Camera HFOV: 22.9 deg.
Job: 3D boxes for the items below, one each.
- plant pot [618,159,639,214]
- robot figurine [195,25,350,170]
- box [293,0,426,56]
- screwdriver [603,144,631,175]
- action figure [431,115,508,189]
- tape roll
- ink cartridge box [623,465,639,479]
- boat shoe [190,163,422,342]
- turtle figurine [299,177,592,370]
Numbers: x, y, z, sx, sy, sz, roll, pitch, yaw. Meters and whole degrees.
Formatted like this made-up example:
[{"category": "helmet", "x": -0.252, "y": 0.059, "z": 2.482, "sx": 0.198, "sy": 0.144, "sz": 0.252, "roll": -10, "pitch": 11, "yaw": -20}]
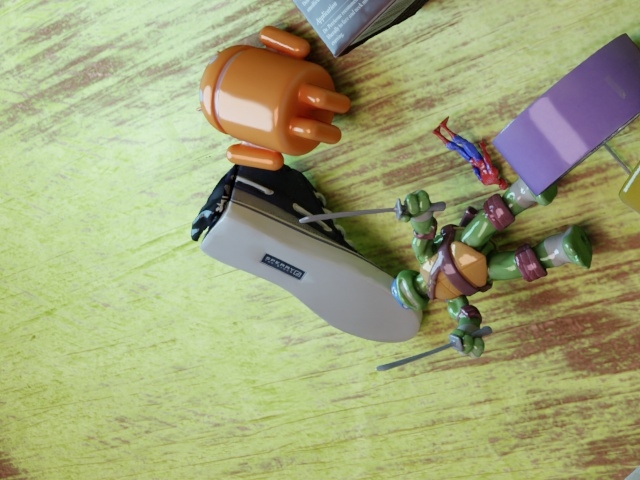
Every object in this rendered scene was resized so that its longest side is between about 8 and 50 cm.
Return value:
[{"category": "plant pot", "x": 0.458, "y": -0.099, "z": 1.563, "sx": 0.212, "sy": 0.212, "sz": 0.187, "roll": 35, "pitch": 138, "yaw": 22}, {"category": "robot figurine", "x": -0.070, "y": -0.184, "z": 2.079, "sx": 0.219, "sy": 0.128, "sz": 0.158, "roll": 20, "pitch": 135, "yaw": 34}, {"category": "box", "x": 0.050, "y": -0.356, "z": 1.824, "sx": 0.203, "sy": 0.167, "sz": 0.168, "roll": 54, "pitch": 139, "yaw": 2}, {"category": "screwdriver", "x": 0.360, "y": -0.079, "z": 1.828, "sx": 0.025, "sy": 0.024, "sz": 0.170, "roll": -38, "pitch": 79, "yaw": 20}, {"category": "action figure", "x": 0.190, "y": -0.105, "z": 1.961, "sx": 0.115, "sy": 0.030, "sz": 0.038, "roll": 47, "pitch": 144, "yaw": 2}, {"category": "tape roll", "x": 0.285, "y": -0.136, "z": 1.729, "sx": 0.080, "sy": 0.189, "sz": 0.189, "roll": 51, "pitch": 139, "yaw": 4}, {"category": "ink cartridge box", "x": 0.449, "y": 0.313, "z": 1.795, "sx": 0.117, "sy": 0.283, "sz": 0.207, "roll": 23, "pitch": 129, "yaw": 37}, {"category": "boat shoe", "x": 0.000, "y": 0.000, "z": 2.155, "sx": 0.341, "sy": 0.158, "sz": 0.127, "roll": 30, "pitch": 135, "yaw": -14}, {"category": "turtle figurine", "x": 0.172, "y": 0.032, "z": 1.912, "sx": 0.266, "sy": 0.275, "sz": 0.197, "roll": -29, "pitch": 61, "yaw": 27}]
